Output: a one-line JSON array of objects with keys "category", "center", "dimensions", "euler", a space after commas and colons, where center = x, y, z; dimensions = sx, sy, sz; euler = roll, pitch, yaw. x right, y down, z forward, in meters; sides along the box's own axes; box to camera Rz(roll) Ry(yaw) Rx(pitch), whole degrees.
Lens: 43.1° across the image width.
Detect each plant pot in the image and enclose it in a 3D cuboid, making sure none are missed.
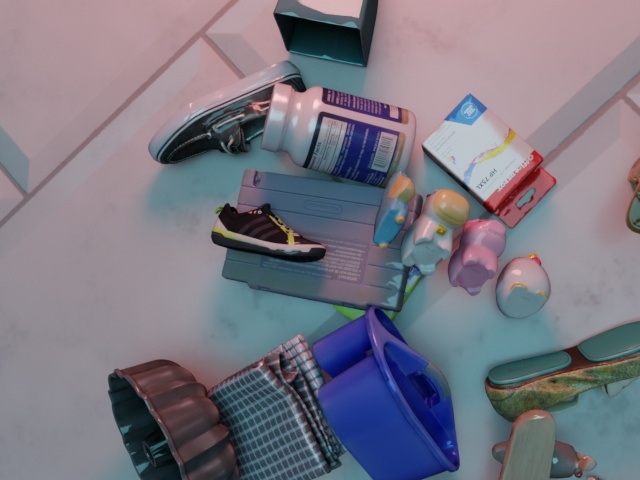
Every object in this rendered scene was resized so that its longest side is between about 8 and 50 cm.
[{"category": "plant pot", "center": [0.033, -0.484, 1.544], "dimensions": [0.166, 0.165, 0.234], "euler": [14, 80, 10]}]

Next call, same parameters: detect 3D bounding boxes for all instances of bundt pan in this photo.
[{"category": "bundt pan", "center": [-0.258, 0.362, 1.475], "dimensions": [0.124, 0.331, 0.330], "euler": [-23, 81, -30]}]

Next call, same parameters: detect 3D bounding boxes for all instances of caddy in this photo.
[{"category": "caddy", "center": [0.132, 0.269, 1.402], "dimensions": [0.179, 0.241, 0.341], "euler": [-27, 124, 13]}]

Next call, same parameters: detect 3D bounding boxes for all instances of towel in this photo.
[{"category": "towel", "center": [-0.090, 0.332, 1.460], "dimensions": [0.284, 0.121, 0.235], "euler": [-37, 76, 45]}]

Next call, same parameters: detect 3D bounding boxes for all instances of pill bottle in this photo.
[{"category": "pill bottle", "center": [0.030, -0.197, 1.493], "dimensions": [0.265, 0.153, 0.153], "euler": [14, 88, -7]}]

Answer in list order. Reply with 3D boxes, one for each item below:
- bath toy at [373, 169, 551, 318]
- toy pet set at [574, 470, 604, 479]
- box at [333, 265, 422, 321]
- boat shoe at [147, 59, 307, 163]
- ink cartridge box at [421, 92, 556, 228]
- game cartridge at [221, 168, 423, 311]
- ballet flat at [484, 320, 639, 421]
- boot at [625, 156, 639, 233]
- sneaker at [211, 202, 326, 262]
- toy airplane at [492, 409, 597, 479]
[{"category": "bath toy", "center": [0.262, 0.008, 1.439], "dimensions": [0.348, 0.129, 0.151], "euler": [30, 123, -15]}, {"category": "toy pet set", "center": [0.498, 0.489, 1.447], "dimensions": [0.114, 0.065, 0.122], "euler": [16, 89, 10]}, {"category": "box", "center": [0.119, 0.083, 1.546], "dimensions": [0.109, 0.042, 0.178], "euler": [33, 92, 12]}, {"category": "boat shoe", "center": [-0.173, -0.224, 1.574], "dimensions": [0.335, 0.121, 0.119], "euler": [-30, 78, 4]}, {"category": "ink cartridge box", "center": [0.317, -0.146, 1.513], "dimensions": [0.231, 0.078, 0.134], "euler": [43, 93, 9]}, {"category": "game cartridge", "center": [0.000, 0.000, 1.539], "dimensions": [0.355, 0.068, 0.230], "euler": [10, 88, 18]}, {"category": "ballet flat", "center": [0.472, 0.241, 1.455], "dimensions": [0.349, 0.123, 0.123], "euler": [-19, 83, 7]}, {"category": "boot", "center": [0.583, -0.096, 1.423], "dimensions": [0.077, 0.165, 0.213], "euler": [31, 85, 4]}, {"category": "sneaker", "center": [-0.099, -0.022, 1.499], "dimensions": [0.235, 0.084, 0.097], "euler": [11, 82, 19]}, {"category": "toy airplane", "center": [0.345, 0.520, 1.374], "dimensions": [0.386, 0.272, 0.384], "euler": [-41, 82, 29]}]
